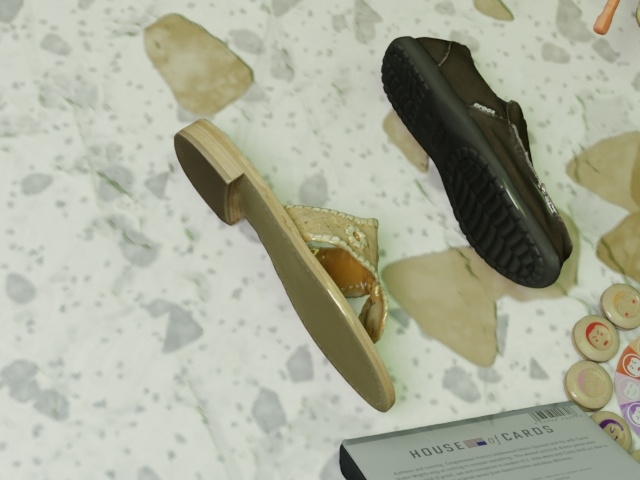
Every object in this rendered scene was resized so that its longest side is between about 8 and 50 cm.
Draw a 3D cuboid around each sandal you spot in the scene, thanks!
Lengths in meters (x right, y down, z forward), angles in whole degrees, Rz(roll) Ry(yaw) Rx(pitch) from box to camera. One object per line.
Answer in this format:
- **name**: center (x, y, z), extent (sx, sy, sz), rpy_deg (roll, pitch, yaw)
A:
- **sandal**: center (0.001, -0.003, 0.811), extent (0.079, 0.088, 0.240), rpy_deg (-34, 73, -21)

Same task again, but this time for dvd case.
- **dvd case**: center (0.135, 0.176, 0.713), extent (0.179, 0.030, 0.239), rpy_deg (-6, 23, -19)

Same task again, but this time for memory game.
- **memory game**: center (0.265, 0.111, 0.878), extent (0.186, 0.012, 0.186), rpy_deg (6, 64, -13)

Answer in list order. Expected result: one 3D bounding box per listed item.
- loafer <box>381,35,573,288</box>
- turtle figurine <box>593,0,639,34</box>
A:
- **loafer**: center (0.129, -0.069, 0.883), extent (0.078, 0.080, 0.220), rpy_deg (-21, 73, -23)
- **turtle figurine**: center (0.318, -0.205, 1.000), extent (0.217, 0.087, 0.269), rpy_deg (34, 52, -7)
